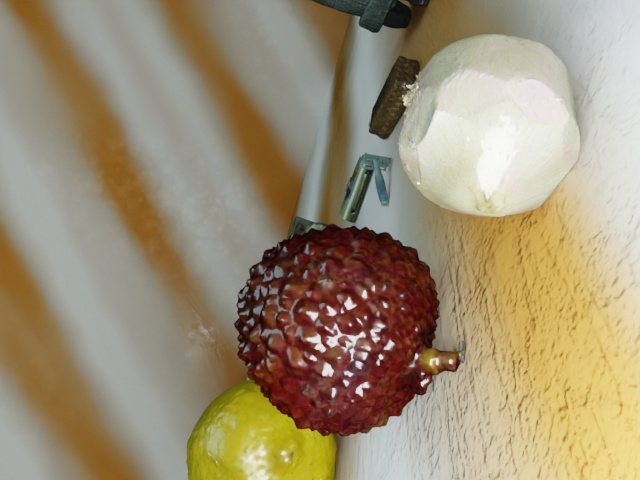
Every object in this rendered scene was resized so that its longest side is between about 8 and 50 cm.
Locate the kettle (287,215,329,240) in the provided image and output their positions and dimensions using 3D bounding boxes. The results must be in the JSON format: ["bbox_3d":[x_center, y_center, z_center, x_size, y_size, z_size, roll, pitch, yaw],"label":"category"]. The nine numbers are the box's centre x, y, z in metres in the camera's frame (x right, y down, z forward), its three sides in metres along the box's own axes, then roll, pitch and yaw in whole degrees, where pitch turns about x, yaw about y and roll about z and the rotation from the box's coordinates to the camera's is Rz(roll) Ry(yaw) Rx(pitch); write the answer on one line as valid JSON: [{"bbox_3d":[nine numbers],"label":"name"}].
[{"bbox_3d":[0.000,-0.002,1.479,0.098,0.148,0.127,-84,12,-62],"label":"kettle"}]

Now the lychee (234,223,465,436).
[{"bbox_3d":[0.030,0.110,0.745,0.264,0.300,0.264,-22,-62,-48],"label":"lychee"}]

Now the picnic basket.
[{"bbox_3d":[0.161,-0.321,1.390,0.193,0.055,0.110,116,168,-55],"label":"picnic basket"}]

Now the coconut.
[{"bbox_3d":[0.155,-0.099,0.582,0.171,0.171,0.183,117,175,-50],"label":"coconut"}]

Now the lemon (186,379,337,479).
[{"bbox_3d":[-0.101,0.361,1.048,0.310,0.253,0.253,126,159,-62],"label":"lemon"}]

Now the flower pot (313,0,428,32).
[{"bbox_3d":[0.137,-0.674,1.501,0.299,0.283,0.299,-159,90,-83],"label":"flower pot"}]

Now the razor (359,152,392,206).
[{"bbox_3d":[0.123,-0.122,1.274,0.040,0.068,0.135,112,159,-46],"label":"razor"}]

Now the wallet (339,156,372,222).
[{"bbox_3d":[0.087,-0.131,1.535,0.110,0.039,0.155,-111,40,-75],"label":"wallet"}]
